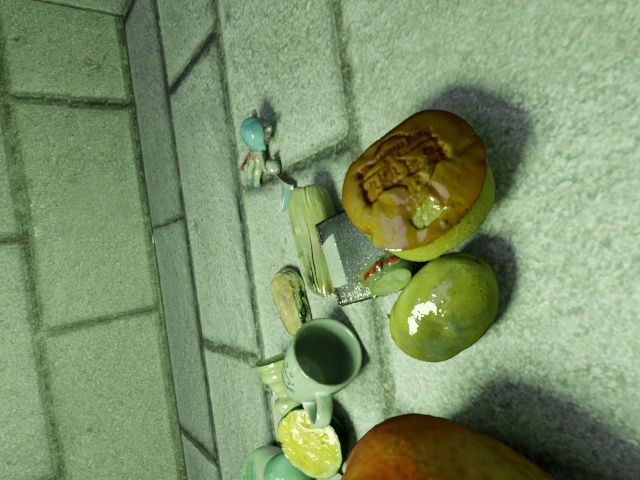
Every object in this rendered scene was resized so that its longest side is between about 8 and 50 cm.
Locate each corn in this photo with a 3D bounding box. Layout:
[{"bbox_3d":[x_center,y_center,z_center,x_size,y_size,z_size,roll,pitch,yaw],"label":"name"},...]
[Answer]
[{"bbox_3d":[-0.001,-0.001,1.081,0.122,0.124,0.304,-32,72,51],"label":"corn"}]

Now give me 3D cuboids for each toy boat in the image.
[{"bbox_3d":[0.142,0.062,0.836,0.185,0.089,0.071,-38,24,32],"label":"toy boat"},{"bbox_3d":[-0.106,-0.134,1.286,0.096,0.034,0.122,41,136,42],"label":"toy boat"}]

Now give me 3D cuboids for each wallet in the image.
[{"bbox_3d":[0.117,0.020,0.937,0.263,0.072,0.220,-23,81,36],"label":"wallet"}]

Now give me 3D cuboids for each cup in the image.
[{"bbox_3d":[-0.014,0.375,1.097,0.234,0.187,0.257,116,159,-46],"label":"cup"}]

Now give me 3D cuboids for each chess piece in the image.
[{"bbox_3d":[-0.097,0.495,1.314,0.144,0.145,0.251,-25,83,53],"label":"chess piece"}]

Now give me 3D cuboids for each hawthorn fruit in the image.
[{"bbox_3d":[0.210,0.531,0.635,0.472,0.473,0.470,14,108,52],"label":"hawthorn fruit"}]

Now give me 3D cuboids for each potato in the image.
[{"bbox_3d":[0.231,0.129,0.778,0.143,0.170,0.248,-74,7,-56],"label":"potato"}]

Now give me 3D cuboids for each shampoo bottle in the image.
[{"bbox_3d":[-0.151,0.821,1.423,0.349,0.152,0.221,-48,53,47],"label":"shampoo bottle"}]

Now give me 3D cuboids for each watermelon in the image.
[{"bbox_3d":[-0.005,0.568,1.186,0.232,0.127,0.203,26,109,22],"label":"watermelon"}]

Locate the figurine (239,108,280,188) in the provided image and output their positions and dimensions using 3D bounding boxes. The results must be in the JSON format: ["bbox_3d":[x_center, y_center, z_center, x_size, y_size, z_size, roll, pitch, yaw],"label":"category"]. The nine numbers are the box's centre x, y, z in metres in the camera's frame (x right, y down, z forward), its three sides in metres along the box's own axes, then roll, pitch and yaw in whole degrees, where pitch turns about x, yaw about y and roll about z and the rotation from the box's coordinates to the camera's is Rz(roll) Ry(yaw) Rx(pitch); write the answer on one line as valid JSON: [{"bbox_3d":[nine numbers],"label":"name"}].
[{"bbox_3d":[-0.204,-0.270,1.326,0.205,0.103,0.259,57,147,32],"label":"figurine"}]

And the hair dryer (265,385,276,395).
[{"bbox_3d":[-0.184,0.536,1.514,0.114,0.037,0.063,-40,63,58],"label":"hair dryer"}]

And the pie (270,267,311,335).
[{"bbox_3d":[-0.106,0.197,1.323,0.185,0.052,0.217,-19,83,52],"label":"pie"}]

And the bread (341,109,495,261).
[{"bbox_3d":[0.172,-0.097,0.745,0.270,0.148,0.269,-16,61,32],"label":"bread"}]
